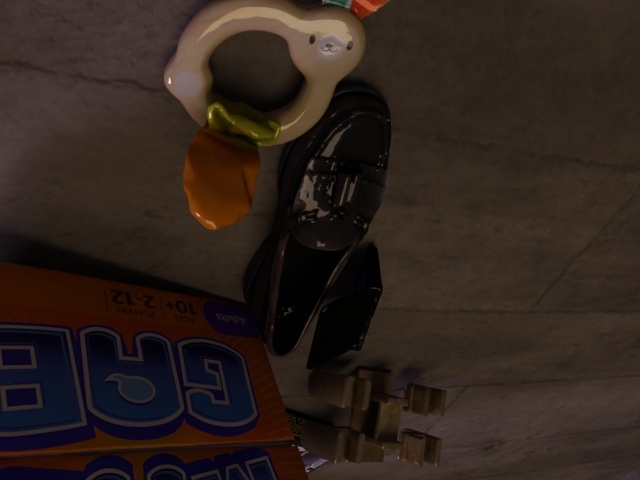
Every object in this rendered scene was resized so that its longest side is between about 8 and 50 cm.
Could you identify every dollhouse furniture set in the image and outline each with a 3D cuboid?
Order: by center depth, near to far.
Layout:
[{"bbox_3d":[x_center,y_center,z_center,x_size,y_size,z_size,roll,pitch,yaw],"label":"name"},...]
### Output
[{"bbox_3d":[0.058,0.328,0.826,0.212,0.242,0.161,17,167,-33],"label":"dollhouse furniture set"}]

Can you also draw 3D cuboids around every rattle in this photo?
[{"bbox_3d":[-0.017,-0.120,0.362,0.199,0.143,0.130,-24,117,17],"label":"rattle"}]

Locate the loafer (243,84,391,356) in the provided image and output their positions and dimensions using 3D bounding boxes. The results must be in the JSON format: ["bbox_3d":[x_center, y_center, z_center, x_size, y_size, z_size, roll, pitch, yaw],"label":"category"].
[{"bbox_3d":[0.000,0.000,0.517,0.109,0.095,0.302,7,132,-23],"label":"loafer"}]

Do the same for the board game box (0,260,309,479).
[{"bbox_3d":[-0.258,0.280,0.492,0.356,0.356,0.356,18,127,-44],"label":"board game box"}]

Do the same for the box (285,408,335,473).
[{"bbox_3d":[-0.132,0.383,0.896,0.270,0.060,0.216,-36,134,18],"label":"box"}]

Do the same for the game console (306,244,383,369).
[{"bbox_3d":[0.025,0.078,0.610,0.071,0.107,0.122,6,134,-7],"label":"game console"}]
